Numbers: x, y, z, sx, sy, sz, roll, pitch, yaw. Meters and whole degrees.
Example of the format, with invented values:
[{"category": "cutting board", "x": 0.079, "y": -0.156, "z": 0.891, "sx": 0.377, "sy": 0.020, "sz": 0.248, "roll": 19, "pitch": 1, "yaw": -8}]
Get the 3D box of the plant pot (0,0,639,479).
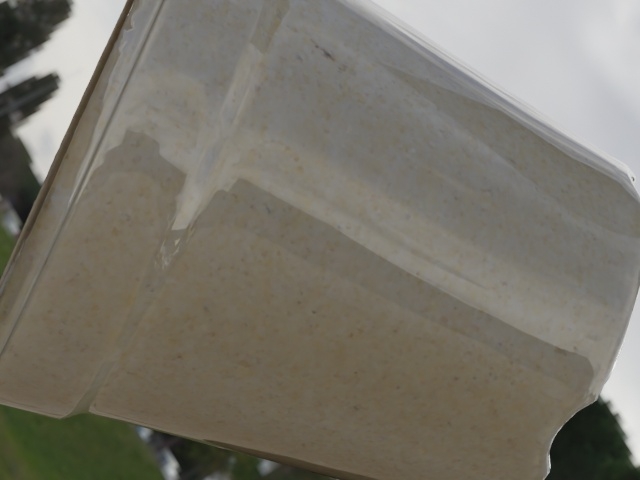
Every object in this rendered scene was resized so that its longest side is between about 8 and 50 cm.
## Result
[{"category": "plant pot", "x": 0.000, "y": 0.000, "z": 0.947, "sx": 0.305, "sy": 0.334, "sz": 0.334, "roll": 25, "pitch": -11, "yaw": -10}]
